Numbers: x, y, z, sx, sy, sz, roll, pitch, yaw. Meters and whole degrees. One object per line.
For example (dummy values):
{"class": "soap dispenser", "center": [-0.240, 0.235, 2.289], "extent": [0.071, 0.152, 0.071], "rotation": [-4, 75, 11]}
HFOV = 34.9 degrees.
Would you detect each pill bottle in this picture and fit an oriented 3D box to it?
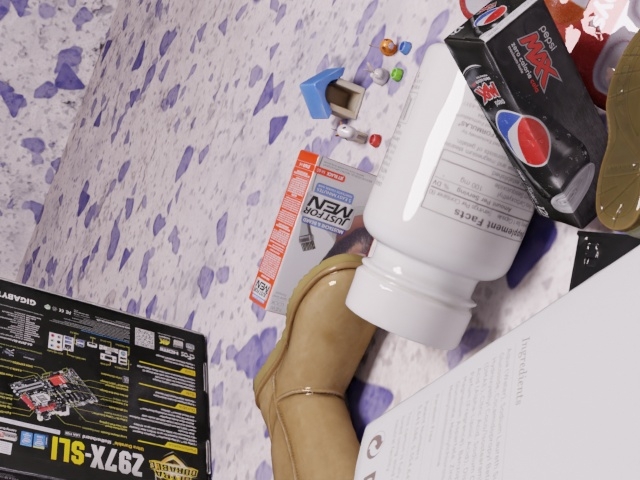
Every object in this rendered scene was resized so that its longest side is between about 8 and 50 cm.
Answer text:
{"class": "pill bottle", "center": [0.109, -0.034, 0.838], "extent": [0.131, 0.131, 0.229], "rotation": [34, 104, 62]}

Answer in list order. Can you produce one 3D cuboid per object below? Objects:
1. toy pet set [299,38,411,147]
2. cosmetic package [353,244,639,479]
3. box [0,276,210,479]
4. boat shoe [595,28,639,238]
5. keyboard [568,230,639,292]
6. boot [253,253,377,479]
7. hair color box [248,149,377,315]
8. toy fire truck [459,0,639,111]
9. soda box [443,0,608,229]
{"class": "toy pet set", "center": [0.030, -0.173, 1.139], "extent": [0.114, 0.065, 0.122], "rotation": [14, 86, 63]}
{"class": "cosmetic package", "center": [0.195, 0.121, 0.470], "extent": [0.385, 0.217, 0.156], "rotation": [-45, 22, 46]}
{"class": "box", "center": [-0.290, 0.196, 1.232], "extent": [0.079, 0.322, 0.257], "rotation": [-46, 37, 39]}
{"class": "boat shoe", "center": [0.225, -0.076, 0.679], "extent": [0.056, 0.048, 0.153], "rotation": [-2, 74, 57]}
{"class": "keyboard", "center": [0.237, 0.023, 0.688], "extent": [0.180, 0.023, 0.108], "rotation": [7, 87, 62]}
{"class": "boot", "center": [0.020, 0.182, 0.933], "extent": [0.269, 0.089, 0.236], "rotation": [-105, 32, -47]}
{"class": "hair color box", "center": [0.000, 0.000, 1.061], "extent": [0.053, 0.093, 0.167], "rotation": [28, 99, 63]}
{"class": "toy fire truck", "center": [0.232, -0.262, 0.752], "extent": [0.254, 0.169, 0.302], "rotation": [39, 111, 36]}
{"class": "soda box", "center": [0.159, -0.091, 0.737], "extent": [0.060, 0.169, 0.053], "rotation": [-40, 26, -12]}
